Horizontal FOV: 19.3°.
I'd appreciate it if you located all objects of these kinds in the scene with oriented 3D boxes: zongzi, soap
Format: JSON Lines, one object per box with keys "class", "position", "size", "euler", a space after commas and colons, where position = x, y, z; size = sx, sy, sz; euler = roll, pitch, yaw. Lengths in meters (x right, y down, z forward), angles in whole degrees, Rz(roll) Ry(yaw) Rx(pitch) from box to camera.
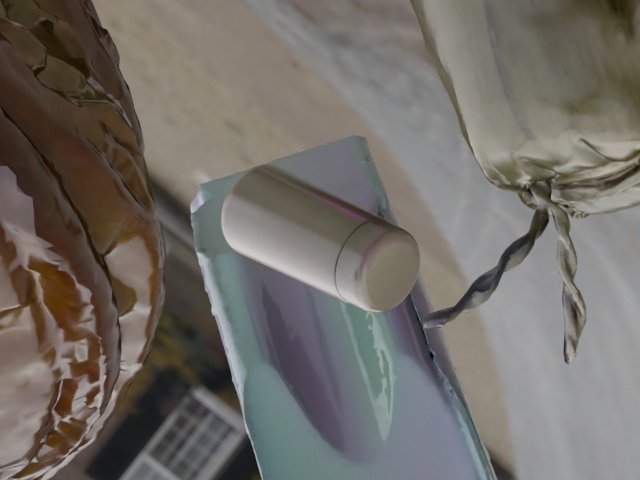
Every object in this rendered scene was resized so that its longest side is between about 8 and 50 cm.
{"class": "zongzi", "position": [0.229, -0.185, 1.215], "size": [0.467, 0.218, 0.500], "euler": [1, -109, -48]}
{"class": "soap", "position": [0.028, 0.124, 1.372], "size": [0.261, 0.156, 0.446], "euler": [70, -178, -47]}

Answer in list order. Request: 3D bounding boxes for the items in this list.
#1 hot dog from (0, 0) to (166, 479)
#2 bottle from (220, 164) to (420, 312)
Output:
{"class": "hot dog", "position": [-0.157, 0.014, 0.414], "size": [0.196, 0.272, 0.122], "euler": [45, -151, -7]}
{"class": "bottle", "position": [0.000, 0.000, 0.855], "size": [0.096, 0.045, 0.045], "euler": [27, 169, 41]}
